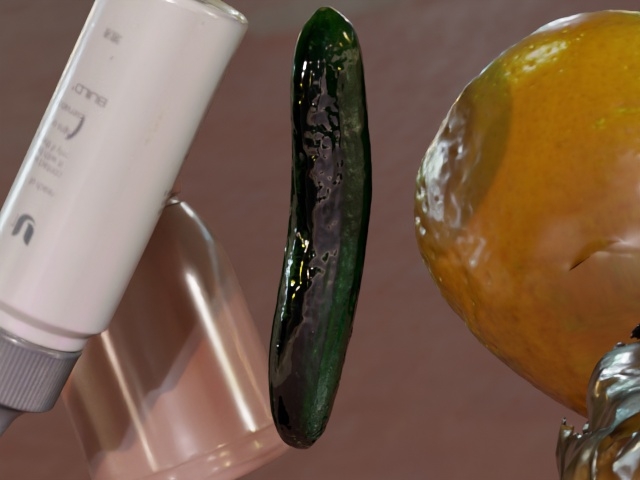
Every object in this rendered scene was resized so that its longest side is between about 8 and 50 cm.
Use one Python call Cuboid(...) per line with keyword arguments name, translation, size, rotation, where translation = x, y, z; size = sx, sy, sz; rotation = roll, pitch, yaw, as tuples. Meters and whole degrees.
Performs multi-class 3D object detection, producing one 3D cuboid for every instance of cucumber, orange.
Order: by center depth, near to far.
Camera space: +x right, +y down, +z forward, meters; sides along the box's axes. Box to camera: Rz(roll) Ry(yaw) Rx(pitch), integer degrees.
Cuboid(name="cucumber", translation=(0.000, 0.000, 1.189), size=(0.056, 0.284, 0.056), rotation=(4, 17, -1))
Cuboid(name="orange", translation=(0.227, 0.002, 1.308), size=(0.335, 0.262, 0.196), rotation=(35, 13, 3))

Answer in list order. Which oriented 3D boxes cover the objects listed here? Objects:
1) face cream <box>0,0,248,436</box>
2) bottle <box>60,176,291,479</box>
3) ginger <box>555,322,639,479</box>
Cuboid(name="face cream", translation=(-0.146, -0.011, 1.188), size=(0.092, 0.311, 0.092), rotation=(24, 11, -5))
Cuboid(name="bottle", translation=(-0.145, 0.060, 1.628), size=(0.173, 0.297, 0.206), rotation=(-22, 1, 15))
Cuboid(name="ginger", translation=(0.144, 0.079, 0.705), size=(0.133, 0.107, 0.309), rotation=(-36, -4, 10))
